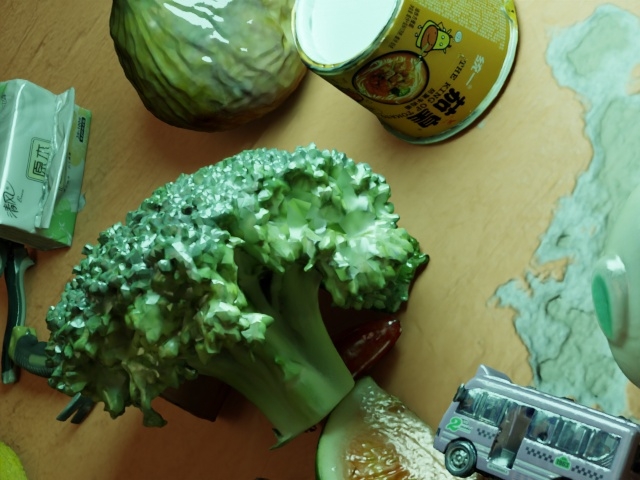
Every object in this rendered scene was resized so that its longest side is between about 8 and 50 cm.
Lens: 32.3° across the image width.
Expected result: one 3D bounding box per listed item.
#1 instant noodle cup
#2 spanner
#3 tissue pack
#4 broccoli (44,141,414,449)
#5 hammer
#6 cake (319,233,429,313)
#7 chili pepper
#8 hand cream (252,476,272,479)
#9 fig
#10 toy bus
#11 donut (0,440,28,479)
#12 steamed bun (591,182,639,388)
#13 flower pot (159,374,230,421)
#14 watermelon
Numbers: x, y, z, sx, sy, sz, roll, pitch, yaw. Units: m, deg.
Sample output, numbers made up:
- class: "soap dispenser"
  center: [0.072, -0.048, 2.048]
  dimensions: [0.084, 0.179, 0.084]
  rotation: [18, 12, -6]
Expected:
- class: "instant noodle cup"
  center: [0.083, -0.233, 1.221]
  dimensions: [0.216, 0.172, 0.215]
  rotation: [-18, 63, 40]
- class: "spanner"
  center: [-0.500, 0.061, 1.739]
  dimensions: [0.040, 0.096, 0.324]
  rotation: [-10, 70, 41]
- class: "tissue pack"
  center: [-0.428, -0.115, 1.690]
  dimensions: [0.145, 0.159, 0.229]
  rotation: [-4, 73, 36]
- class: "broccoli"
  center: [-0.084, 0.043, 1.132]
  dimensions: [0.277, 0.318, 0.338]
  rotation: [-29, 38, 60]
- class: "hammer"
  center: [-0.388, 0.177, 1.630]
  dimensions: [0.227, 0.041, 0.158]
  rotation: [7, 79, 44]
- class: "cake"
  center: [0.003, 0.004, 1.272]
  dimensions: [0.235, 0.099, 0.100]
  rotation: [27, 97, 45]
- class: "chili pepper"
  center: [0.026, 0.136, 1.232]
  dimensions: [0.169, 0.065, 0.088]
  rotation: [-40, 52, 23]
- class: "hand cream"
  center: [-0.100, 0.392, 1.245]
  dimensions: [0.133, 0.083, 0.247]
  rotation: [38, 102, 26]
- class: "fig"
  center: [-0.179, -0.307, 1.374]
  dimensions: [0.286, 0.369, 0.286]
  rotation: [-15, 61, 30]
- class: "toy bus"
  center: [0.207, 0.190, 1.010]
  dimensions: [0.199, 0.096, 0.108]
  rotation: [15, 83, 44]
- class: "donut"
  center: [-0.531, 0.399, 1.639]
  dimensions: [0.254, 0.118, 0.253]
  rotation: [-14, 69, 38]
- class: "steamed bun"
  center: [0.320, 0.025, 0.934]
  dimensions: [0.177, 0.131, 0.228]
  rotation: [22, 90, 44]
- class: "flower pot"
  center: [-0.167, 0.105, 1.359]
  dimensions: [0.191, 0.191, 0.173]
  rotation: [25, 81, 46]
- class: "watermelon"
  center: [0.067, 0.274, 1.093]
  dimensions: [0.303, 0.128, 0.159]
  rotation: [44, 107, 43]
